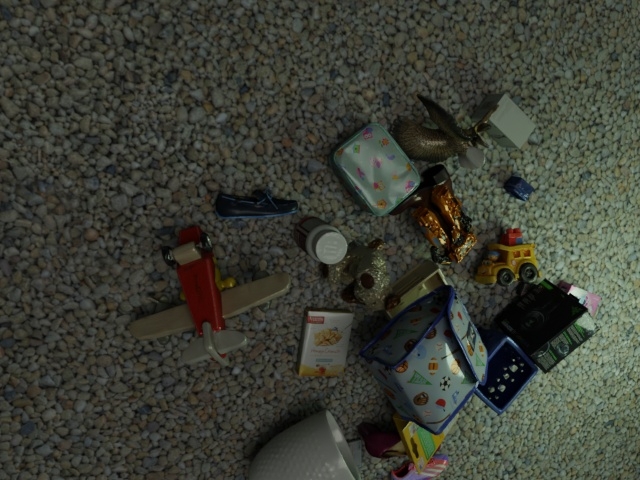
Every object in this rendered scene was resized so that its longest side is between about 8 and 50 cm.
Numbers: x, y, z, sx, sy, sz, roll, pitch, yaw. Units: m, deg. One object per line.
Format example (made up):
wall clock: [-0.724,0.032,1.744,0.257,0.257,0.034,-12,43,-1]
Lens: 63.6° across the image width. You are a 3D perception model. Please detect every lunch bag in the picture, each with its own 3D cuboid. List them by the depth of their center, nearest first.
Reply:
lunch bag: [0.181,-0.231,1.689,0.224,0.108,0.279,-41,102,-8]
lunch bag: [0.383,0.382,1.725,0.385,0.239,0.328,-40,112,-23]
lunch bag: [0.734,-0.191,1.920,0.098,0.067,0.065,32,91,-21]

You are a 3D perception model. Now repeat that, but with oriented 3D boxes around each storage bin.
storage bin: [0.374,0.250,1.873,0.260,0.123,0.262,-36,110,-7]

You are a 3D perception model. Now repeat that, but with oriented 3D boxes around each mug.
mug: [-0.044,0.821,1.777,0.328,0.276,0.374,-27,101,0]

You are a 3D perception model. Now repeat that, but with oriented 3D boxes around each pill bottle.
pill bottle: [0.000,0.000,1.636,0.121,0.221,0.121,-4,104,-17]

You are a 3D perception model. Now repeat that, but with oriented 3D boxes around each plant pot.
plant pot: [0.633,0.471,1.963,0.236,0.212,0.236,43,87,-21]

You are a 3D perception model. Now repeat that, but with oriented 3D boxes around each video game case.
video game case: [0.081,0.825,1.955,0.166,0.015,0.119,-6,103,-24]

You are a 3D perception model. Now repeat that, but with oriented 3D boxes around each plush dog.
plush dog: [0.163,0.136,1.742,0.210,0.262,0.225,-38,121,-35]

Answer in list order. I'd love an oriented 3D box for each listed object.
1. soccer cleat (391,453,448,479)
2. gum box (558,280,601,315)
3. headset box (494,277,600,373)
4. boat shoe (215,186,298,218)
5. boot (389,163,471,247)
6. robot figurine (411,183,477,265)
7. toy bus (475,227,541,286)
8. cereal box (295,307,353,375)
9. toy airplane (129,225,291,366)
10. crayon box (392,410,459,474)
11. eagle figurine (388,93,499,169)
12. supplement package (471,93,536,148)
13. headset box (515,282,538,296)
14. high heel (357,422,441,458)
soccer cleat: [0.397,0.910,2.060,0.248,0.083,0.095,-25,104,-9]
gum box: [1.050,0.246,2.130,0.188,0.062,0.107,21,95,-22]
headset box: [0.860,0.312,1.958,0.283,0.246,0.131,-40,117,5]
boat shoe: [-0.194,-0.117,1.609,0.258,0.109,0.089,-5,101,-19]
boot: [0.385,-0.089,1.837,0.264,0.096,0.280,-39,119,-14]
robot figurine: [0.437,-0.039,1.774,0.211,0.085,0.291,-48,122,-11]
toy bus: [0.694,0.062,1.935,0.220,0.149,0.212,-7,91,-14]
cereal box: [0.014,0.359,1.818,0.173,0.047,0.240,5,101,-19]
toy airplane: [-0.326,0.191,1.547,0.386,0.272,0.384,25,80,11]
crayon box: [0.384,0.667,1.914,0.323,0.083,0.203,-35,111,-41]
eagle figurine: [0.407,-0.362,1.714,0.298,0.225,0.226,-4,114,-29]
supplement package: [0.644,-0.418,1.818,0.179,0.105,0.105,35,90,-21]
headset box: [0.824,0.196,2.059,0.083,0.032,0.062,18,96,-23]
high heel: [0.327,0.790,1.950,0.377,0.181,0.127,14,98,-21]
